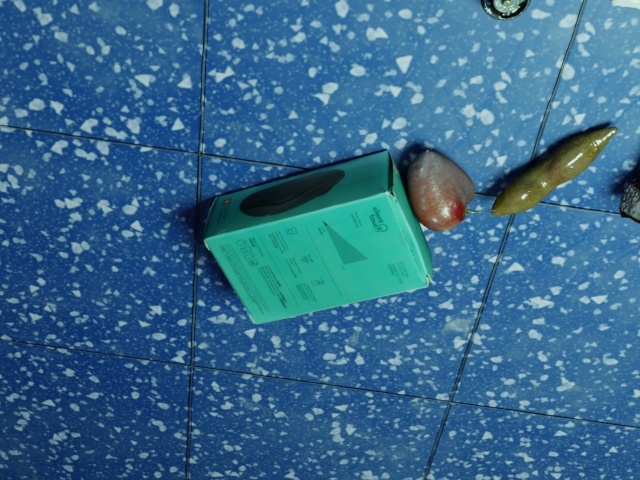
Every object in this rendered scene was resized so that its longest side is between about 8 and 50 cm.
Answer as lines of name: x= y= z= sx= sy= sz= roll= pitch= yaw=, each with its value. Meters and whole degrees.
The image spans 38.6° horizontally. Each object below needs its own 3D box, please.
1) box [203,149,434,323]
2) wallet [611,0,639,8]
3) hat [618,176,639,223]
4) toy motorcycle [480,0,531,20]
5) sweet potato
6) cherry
box: x=0.000 y=0.000 z=1.437 sx=0.312 sy=0.118 sz=0.205 roll=-14 pitch=130 yaw=18
wallet: x=0.409 y=-0.339 z=1.176 sx=0.044 sy=0.011 sz=0.083 roll=10 pitch=130 yaw=-3
hat: x=0.511 y=-0.117 z=1.312 sx=0.140 sy=0.129 sz=0.227 roll=-17 pitch=120 yaw=-34
toy motorcycle: x=0.219 y=-0.380 z=1.120 sx=0.152 sy=0.073 sz=0.225 roll=-32 pitch=122 yaw=27
sweet potato: x=0.345 y=-0.103 z=1.355 sx=0.218 sy=0.065 sz=0.051 roll=-37 pitch=96 yaw=18
cherry: x=0.180 y=-0.074 z=1.374 sx=0.087 sy=0.106 sz=0.126 roll=-27 pitch=89 yaw=51
